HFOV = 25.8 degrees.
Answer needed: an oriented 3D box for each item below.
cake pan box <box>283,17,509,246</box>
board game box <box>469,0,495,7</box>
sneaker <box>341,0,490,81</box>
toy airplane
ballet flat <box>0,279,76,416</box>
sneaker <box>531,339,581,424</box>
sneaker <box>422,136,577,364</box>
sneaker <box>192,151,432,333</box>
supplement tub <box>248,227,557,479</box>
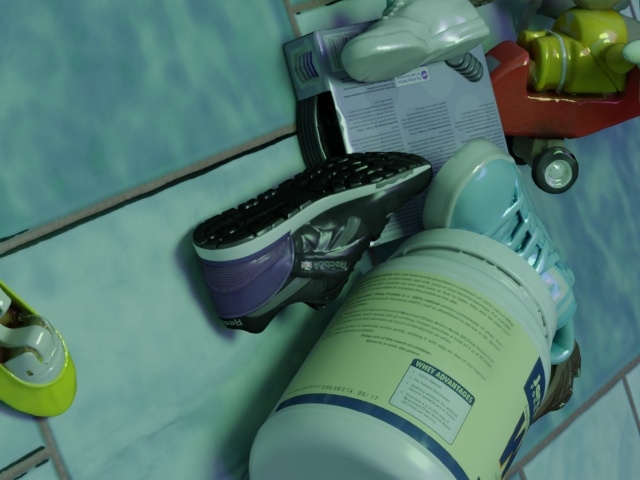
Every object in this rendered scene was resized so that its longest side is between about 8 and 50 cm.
[{"bbox_3d":[0.096,-0.132,1.604,0.267,0.070,0.246,-18,92,-38],"label":"cake pan box"},{"bbox_3d":[0.218,-0.417,1.672,0.141,0.291,0.232,45,50,-31],"label":"board game box"},{"bbox_3d":[0.090,-0.237,1.538,0.212,0.080,0.094,-19,80,-43],"label":"sneaker"},{"bbox_3d":[0.391,-0.252,1.759,0.384,0.386,0.272,-45,126,-45],"label":"toy airplane"},{"bbox_3d":[-0.270,0.070,1.161,0.231,0.077,0.077,49,48,-30],"label":"ballet flat"},{"bbox_3d":[0.291,0.193,1.778,0.188,0.066,0.071,-47,117,-43],"label":"sneaker"},{"bbox_3d":[0.229,0.022,1.582,0.135,0.150,0.366,-49,147,-12],"label":"sneaker"},{"bbox_3d":[0.000,0.000,1.451,0.283,0.107,0.124,-25,116,-27],"label":"sneaker"},{"bbox_3d":[0.096,0.163,1.433,0.235,0.235,0.325,56,45,-23],"label":"supplement tub"}]
